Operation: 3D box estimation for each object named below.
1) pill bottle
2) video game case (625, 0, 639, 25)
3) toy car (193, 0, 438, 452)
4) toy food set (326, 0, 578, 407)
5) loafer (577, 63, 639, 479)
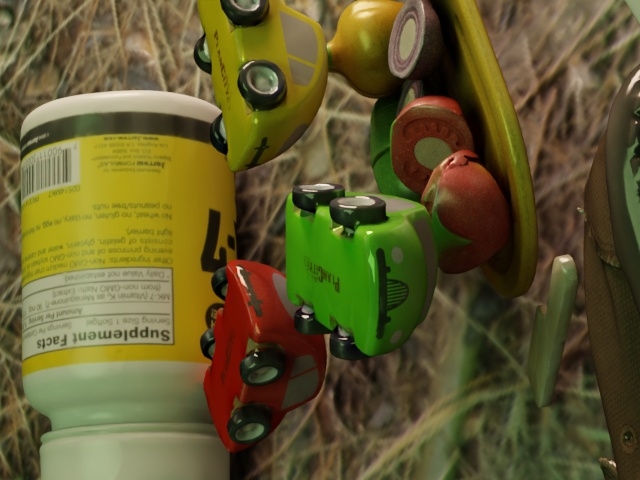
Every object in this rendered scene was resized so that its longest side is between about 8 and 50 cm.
[{"bbox_3d":[-0.102,0.034,0.849,0.119,0.119,0.209,-13,74,40],"label":"pill bottle"},{"bbox_3d":[0.185,-0.105,0.583,0.190,0.173,0.022,66,151,28],"label":"video game case"},{"bbox_3d":[0.000,0.000,0.680,0.225,0.053,0.239,-151,58,-66],"label":"toy car"},{"bbox_3d":[0.045,-0.035,0.715,0.128,0.071,0.218,92,163,-64],"label":"toy food set"},{"bbox_3d":[0.179,0.109,0.598,0.130,0.133,0.366,116,148,-80],"label":"loafer"}]
